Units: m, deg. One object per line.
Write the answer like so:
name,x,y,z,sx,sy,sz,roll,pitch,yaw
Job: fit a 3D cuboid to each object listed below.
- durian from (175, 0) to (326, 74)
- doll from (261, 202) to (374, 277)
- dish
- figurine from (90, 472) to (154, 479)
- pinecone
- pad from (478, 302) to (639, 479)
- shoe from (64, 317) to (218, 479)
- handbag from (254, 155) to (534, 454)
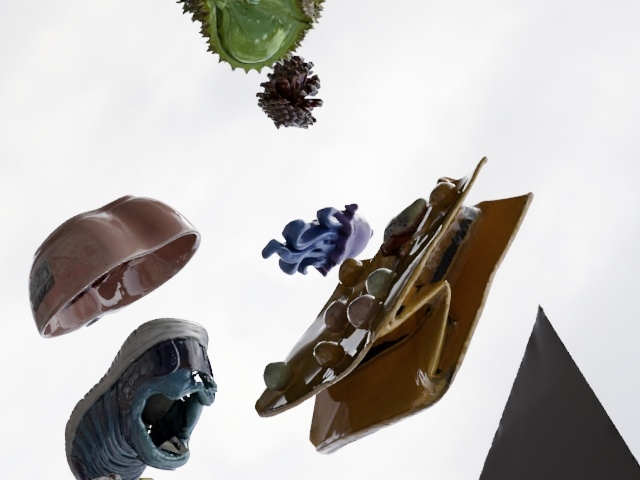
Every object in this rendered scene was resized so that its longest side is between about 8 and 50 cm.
durian,-0.099,-0.349,2.238,0.200,0.237,0.176,-24,-141,7
doll,0.000,0.000,2.225,0.067,0.206,0.110,44,-59,29
dish,-0.244,0.017,1.944,0.213,0.090,0.213,-32,169,-7
figurine,-0.119,0.295,1.449,0.112,0.229,0.137,3,-132,50
pinecone,-0.046,-0.214,2.494,0.102,0.102,0.109,-27,-122,39
pad,0.218,0.259,1.443,0.367,0.007,0.248,-116,-148,-51
shoe,-0.162,0.167,1.583,0.207,0.091,0.106,-53,-137,31
handbag,0.077,0.078,2.002,0.283,0.133,0.401,-58,-172,-27
